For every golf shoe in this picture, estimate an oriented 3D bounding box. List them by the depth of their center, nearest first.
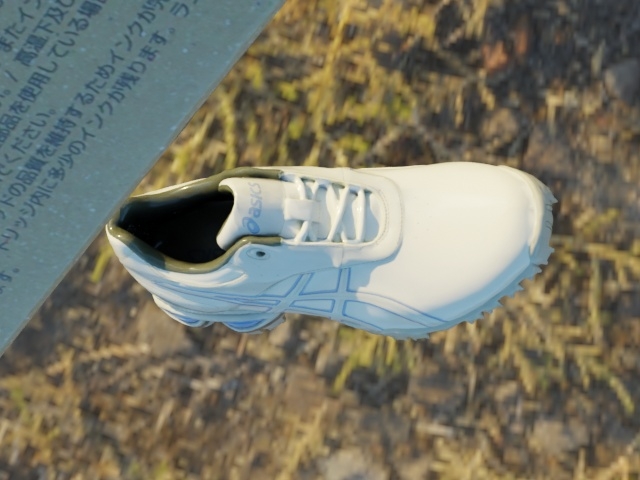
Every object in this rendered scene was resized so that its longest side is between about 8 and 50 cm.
[{"bbox_3d":[0.000,0.000,0.747,0.176,0.069,0.086,-9,161,22],"label":"golf shoe"}]

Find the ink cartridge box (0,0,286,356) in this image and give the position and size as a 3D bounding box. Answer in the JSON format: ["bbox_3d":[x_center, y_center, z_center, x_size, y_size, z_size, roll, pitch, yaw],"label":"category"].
[{"bbox_3d":[-0.102,-0.086,0.352,0.193,0.088,0.234,23,129,-27],"label":"ink cartridge box"}]
